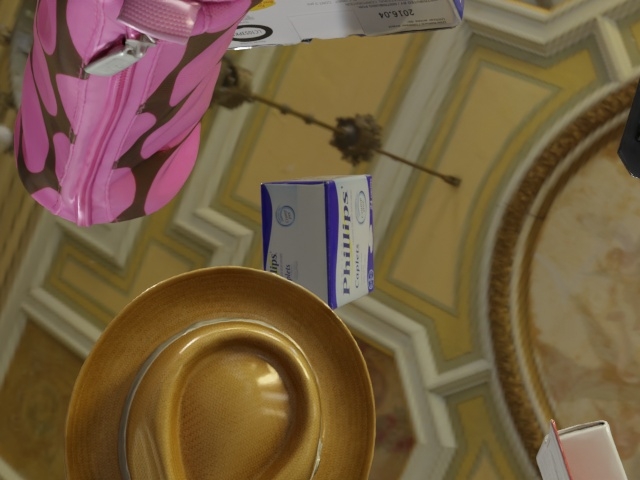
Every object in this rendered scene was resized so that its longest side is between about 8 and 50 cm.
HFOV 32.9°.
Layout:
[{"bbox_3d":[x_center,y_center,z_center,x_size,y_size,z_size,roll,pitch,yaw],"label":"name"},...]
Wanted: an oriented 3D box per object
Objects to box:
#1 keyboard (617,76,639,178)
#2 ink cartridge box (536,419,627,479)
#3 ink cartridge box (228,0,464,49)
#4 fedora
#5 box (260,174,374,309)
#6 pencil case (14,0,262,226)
[{"bbox_3d":[0.357,-0.090,0.656,0.317,0.033,0.201,17,-97,3],"label":"keyboard"},{"bbox_3d":[0.230,0.270,0.799,0.060,0.239,0.275,-16,-110,3],"label":"ink cartridge box"},{"bbox_3d":[-0.023,-0.317,0.996,0.270,0.395,0.151,-1,-118,23],"label":"ink cartridge box"},{"bbox_3d":[-0.052,0.107,0.602,0.195,0.079,0.194,1,-99,-8],"label":"fedora"},{"bbox_3d":[0.000,0.000,1.074,0.072,0.137,0.126,1,-83,21],"label":"box"},{"bbox_3d":[-0.070,-0.071,0.399,0.209,0.095,0.098,130,-38,-66],"label":"pencil case"}]
